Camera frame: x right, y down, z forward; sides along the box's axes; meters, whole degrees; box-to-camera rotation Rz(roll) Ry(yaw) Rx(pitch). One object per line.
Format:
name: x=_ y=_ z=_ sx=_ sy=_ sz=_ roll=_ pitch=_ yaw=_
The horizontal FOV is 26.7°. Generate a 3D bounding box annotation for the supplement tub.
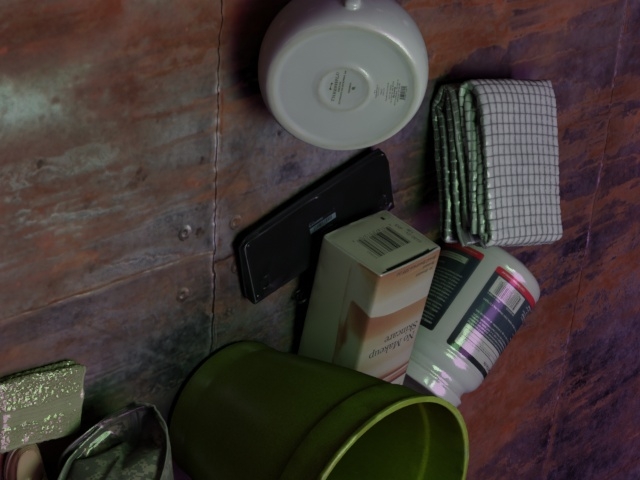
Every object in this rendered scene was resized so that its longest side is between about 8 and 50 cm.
supplement tub: x=0.236 y=0.141 z=2.339 sx=0.272 sy=0.191 sz=0.191 roll=-54 pitch=141 yaw=-11

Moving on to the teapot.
teapot: x=0.031 y=-0.267 z=1.882 sx=0.256 sy=0.187 sz=0.252 roll=-32 pitch=125 yaw=26

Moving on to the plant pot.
plant pot: x=-0.030 y=0.325 z=2.020 sx=0.366 sy=0.353 sz=0.367 roll=-25 pitch=128 yaw=-37

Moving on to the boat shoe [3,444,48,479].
boat shoe: x=-0.394 y=0.352 z=1.863 sx=0.063 sy=0.059 sz=0.170 roll=-26 pitch=129 yaw=-37

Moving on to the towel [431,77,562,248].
towel: x=0.298 y=-0.127 z=2.264 sx=0.235 sy=0.121 sz=0.284 roll=-6 pitch=92 yaw=-48

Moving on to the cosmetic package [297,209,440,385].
cosmetic package: x=0.070 y=0.120 z=2.152 sx=0.153 sy=0.129 sz=0.296 roll=-25 pitch=139 yaw=-40

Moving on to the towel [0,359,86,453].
towel: x=-0.380 y=0.224 z=1.819 sx=0.148 sy=0.027 sz=0.110 roll=-9 pitch=108 yaw=-44

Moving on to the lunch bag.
lunch bag: x=-0.285 y=0.393 z=1.887 sx=0.235 sy=0.168 sz=0.287 roll=89 pitch=13 yaw=-53

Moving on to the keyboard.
keyboard: x=0.000 y=0.000 z=2.124 sx=0.317 sy=0.033 sz=0.202 roll=-34 pitch=132 yaw=-30
